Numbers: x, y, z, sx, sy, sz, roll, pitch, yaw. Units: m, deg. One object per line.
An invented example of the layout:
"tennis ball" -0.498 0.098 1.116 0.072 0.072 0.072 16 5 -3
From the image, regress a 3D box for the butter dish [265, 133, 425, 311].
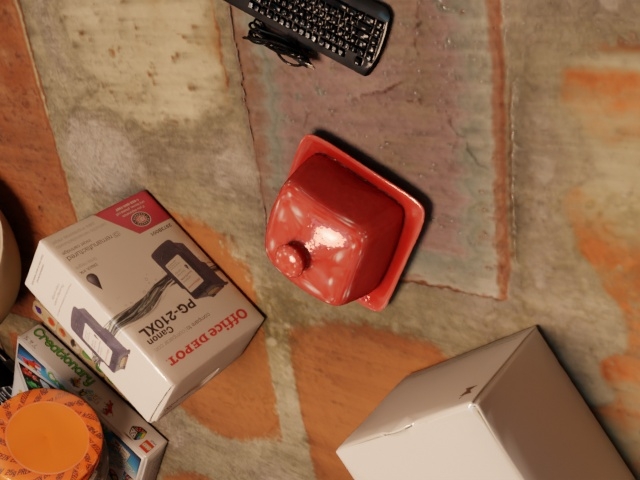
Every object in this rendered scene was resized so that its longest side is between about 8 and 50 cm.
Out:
"butter dish" 0.000 0.000 0.846 0.160 0.118 0.160 35 131 19

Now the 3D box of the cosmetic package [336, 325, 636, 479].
"cosmetic package" 0.208 0.294 0.816 0.197 0.155 0.365 -30 93 44

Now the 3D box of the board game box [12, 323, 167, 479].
"board game box" -0.393 0.301 1.383 0.305 0.053 0.193 38 133 16

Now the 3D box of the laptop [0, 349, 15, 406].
"laptop" -0.747 0.216 1.498 0.382 0.236 0.408 40 133 16

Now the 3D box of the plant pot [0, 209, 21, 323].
"plant pot" -0.582 0.059 1.283 0.284 0.284 0.191 36 167 18

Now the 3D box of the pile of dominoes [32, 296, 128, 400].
"pile of dominoes" -0.359 0.129 1.268 0.251 0.040 0.196 38 133 16

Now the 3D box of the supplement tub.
"supplement tub" -0.446 0.387 1.292 0.207 0.207 0.338 41 135 14

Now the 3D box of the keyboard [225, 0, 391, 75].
"keyboard" -0.026 -0.213 0.805 0.192 0.038 0.100 33 131 22

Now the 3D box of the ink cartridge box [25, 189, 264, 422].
"ink cartridge box" -0.214 0.076 1.025 0.237 0.172 0.100 45 134 10
